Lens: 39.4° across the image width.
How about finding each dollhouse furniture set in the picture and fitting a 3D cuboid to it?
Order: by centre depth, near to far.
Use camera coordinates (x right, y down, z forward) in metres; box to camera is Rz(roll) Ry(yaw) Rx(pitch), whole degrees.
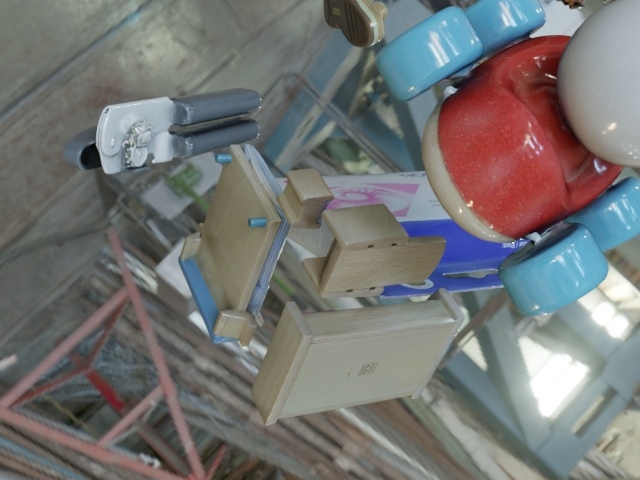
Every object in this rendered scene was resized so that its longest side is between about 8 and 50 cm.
[{"bbox_3d":[0.000,0.000,0.992,0.198,0.303,0.286,-4,134,-31],"label":"dollhouse furniture set"}]

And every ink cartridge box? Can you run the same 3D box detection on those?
[{"bbox_3d":[0.130,-0.023,1.171,0.324,0.330,0.071,-4,108,-29],"label":"ink cartridge box"}]

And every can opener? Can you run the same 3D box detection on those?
[{"bbox_3d":[-0.170,-0.135,1.031,0.280,0.093,0.074,-23,124,-54],"label":"can opener"}]

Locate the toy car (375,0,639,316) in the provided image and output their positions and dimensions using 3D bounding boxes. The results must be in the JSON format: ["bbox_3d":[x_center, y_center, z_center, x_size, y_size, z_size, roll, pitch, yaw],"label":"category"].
[{"bbox_3d":[0.206,-0.102,0.616,0.238,0.219,0.210,-27,-176,44],"label":"toy car"}]

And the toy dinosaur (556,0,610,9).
[{"bbox_3d":[0.347,-0.435,1.302,0.164,0.218,0.322,-49,168,-12],"label":"toy dinosaur"}]

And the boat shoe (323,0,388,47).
[{"bbox_3d":[0.064,-0.326,1.282,0.072,0.190,0.068,-10,120,-14],"label":"boat shoe"}]
